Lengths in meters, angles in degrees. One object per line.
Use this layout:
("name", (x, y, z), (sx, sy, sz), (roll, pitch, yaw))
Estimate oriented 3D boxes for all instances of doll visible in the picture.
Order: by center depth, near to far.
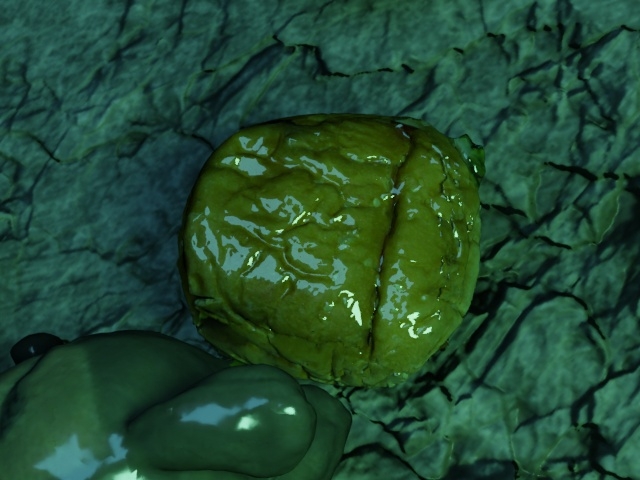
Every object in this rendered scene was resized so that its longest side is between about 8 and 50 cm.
("doll", (-0.123, 0.236, 1.136), (0.382, 0.252, 0.379), (-26, 84, 13))

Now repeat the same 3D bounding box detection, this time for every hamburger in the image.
("hamburger", (0.000, 0.000, 1.243), (0.206, 0.130, 0.183), (2, 64, 25))
